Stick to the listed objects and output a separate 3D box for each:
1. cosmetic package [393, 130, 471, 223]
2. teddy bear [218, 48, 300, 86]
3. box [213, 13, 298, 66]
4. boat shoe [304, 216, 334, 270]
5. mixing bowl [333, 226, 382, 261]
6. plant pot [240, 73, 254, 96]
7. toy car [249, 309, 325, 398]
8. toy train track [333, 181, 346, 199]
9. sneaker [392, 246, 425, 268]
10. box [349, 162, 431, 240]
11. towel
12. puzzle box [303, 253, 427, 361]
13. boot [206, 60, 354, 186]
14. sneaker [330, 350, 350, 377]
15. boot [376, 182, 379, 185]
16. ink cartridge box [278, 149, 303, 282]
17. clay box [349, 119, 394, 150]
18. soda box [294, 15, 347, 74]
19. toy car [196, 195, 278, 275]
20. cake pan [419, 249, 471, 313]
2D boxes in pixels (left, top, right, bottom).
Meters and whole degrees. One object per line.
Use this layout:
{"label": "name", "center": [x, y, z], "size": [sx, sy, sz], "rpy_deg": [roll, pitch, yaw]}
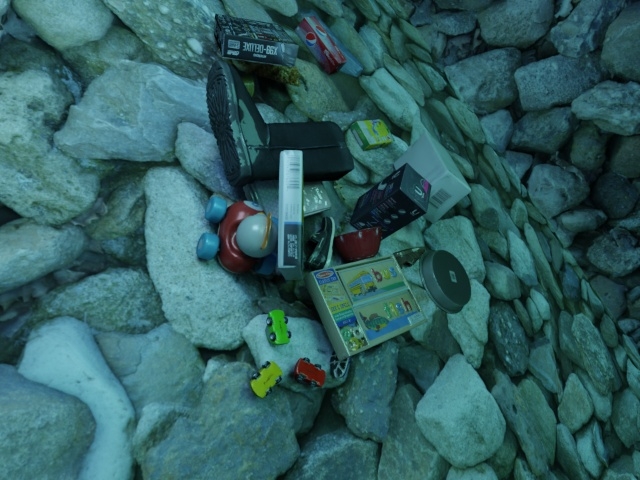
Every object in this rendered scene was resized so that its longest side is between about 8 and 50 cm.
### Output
{"label": "cosmetic package", "center": [0.467, -0.280, 1.828], "size": [0.156, 0.217, 0.385], "rpy_deg": [32, 32, -22]}
{"label": "teddy bear", "center": [-0.213, -0.670, 1.583], "size": [0.338, 0.113, 0.245], "rpy_deg": [5, 25, -29]}
{"label": "box", "center": [-0.232, -0.696, 1.466], "size": [0.243, 0.076, 0.307], "rpy_deg": [-1, 37, -21]}
{"label": "boat shoe", "center": [0.000, 0.000, 1.416], "size": [0.079, 0.084, 0.233], "rpy_deg": [19, 48, -9]}
{"label": "mixing bowl", "center": [0.134, 0.020, 1.465], "size": [0.181, 0.181, 0.098], "rpy_deg": [-8, 83, -44]}
{"label": "plant pot", "center": [-0.290, -0.552, 1.512], "size": [0.079, 0.083, 0.083], "rpy_deg": [-9, 71, -30]}
{"label": "toy car", "center": [-0.107, 0.303, 1.156], "size": [0.239, 0.053, 0.224], "rpy_deg": [5, 62, -40]}
{"label": "toy train track", "center": [0.080, -0.197, 1.655], "size": [0.048, 0.014, 0.083], "rpy_deg": [-18, 78, -45]}
{"label": "sneaker", "center": [0.359, 0.070, 1.712], "size": [0.188, 0.066, 0.071], "rpy_deg": [-10, 89, -39]}
{"label": "box", "center": [0.262, -0.134, 1.587], "size": [0.143, 0.270, 0.165], "rpy_deg": [38, 46, -17]}
{"label": "towel", "center": [-0.131, -0.227, 1.417], "size": [0.317, 0.053, 0.331], "rpy_deg": [-20, 88, -42]}
{"label": "puzzle box", "center": [0.158, 0.195, 1.366], "size": [0.409, 0.052, 0.272], "rpy_deg": [-10, 67, -44]}
{"label": "boot", "center": [-0.111, -0.361, 1.342], "size": [0.445, 0.146, 0.366], "rpy_deg": [-12, 93, -37]}
{"label": "sneaker", "center": [0.084, 0.343, 1.292], "size": [0.071, 0.068, 0.169], "rpy_deg": [46, 46, -27]}
{"label": "boot", "center": [0.342, -0.195, 1.844], "size": [0.198, 0.077, 0.137], "rpy_deg": [-1, 61, -43]}
{"label": "ink cartridge box", "center": [-0.077, -0.049, 1.185], "size": [0.072, 0.307, 0.303], "rpy_deg": [-1, 78, 0]}
{"label": "clay box", "center": [0.244, -0.488, 1.948], "size": [0.222, 0.053, 0.127], "rpy_deg": [-20, 79, -47]}
{"label": "soda box", "center": [0.004, -0.909, 1.975], "size": [0.263, 0.083, 0.092], "rpy_deg": [52, 43, -2]}
{"label": "toy car", "center": [-0.178, -0.027, 1.144], "size": [0.219, 0.238, 0.210], "rpy_deg": [20, 67, -31]}
{"label": "cake pan", "center": [0.541, 0.164, 1.807], "size": [0.293, 0.054, 0.293], "rpy_deg": [22, 52, -31]}
